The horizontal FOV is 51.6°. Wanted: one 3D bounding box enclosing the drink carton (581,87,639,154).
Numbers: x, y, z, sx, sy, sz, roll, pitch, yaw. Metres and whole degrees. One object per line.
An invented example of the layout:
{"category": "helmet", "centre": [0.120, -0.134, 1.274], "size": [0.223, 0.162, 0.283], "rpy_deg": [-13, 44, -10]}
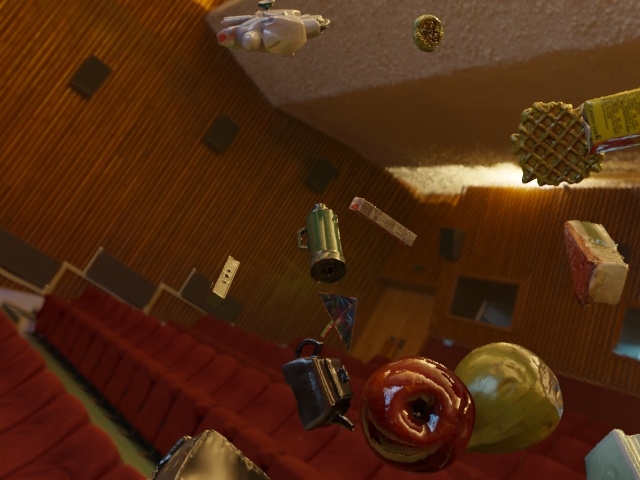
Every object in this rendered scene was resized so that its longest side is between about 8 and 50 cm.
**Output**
{"category": "drink carton", "centre": [0.797, -0.298, 1.521], "size": [0.351, 0.111, 0.154], "rpy_deg": [-11, -6, 18]}

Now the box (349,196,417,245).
{"category": "box", "centre": [0.182, -0.053, 1.913], "size": [0.218, 0.040, 0.055], "rpy_deg": [33, -6, -28]}

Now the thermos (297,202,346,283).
{"category": "thermos", "centre": [0.005, 0.000, 1.366], "size": [0.073, 0.188, 0.083], "rpy_deg": [27, -55, -28]}

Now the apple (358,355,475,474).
{"category": "apple", "centre": [0.179, 0.329, 1.251], "size": [0.218, 0.218, 0.201], "rpy_deg": [27, -7, 15]}

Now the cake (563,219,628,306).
{"category": "cake", "centre": [0.539, 0.052, 1.317], "size": [0.086, 0.117, 0.220], "rpy_deg": [5, 22, 3]}

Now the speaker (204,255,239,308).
{"category": "speaker", "centre": [-0.272, 0.113, 1.846], "size": [0.040, 0.046, 0.191], "rpy_deg": [37, 27, -12]}

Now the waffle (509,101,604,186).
{"category": "waffle", "centre": [0.648, -0.264, 1.820], "size": [0.243, 0.238, 0.059], "rpy_deg": [-3, 17, 20]}

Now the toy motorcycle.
{"category": "toy motorcycle", "centre": [-0.116, -0.456, 1.448], "size": [0.260, 0.171, 0.110], "rpy_deg": [7, -57, 28]}

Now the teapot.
{"category": "teapot", "centre": [0.009, 0.249, 1.137], "size": [0.087, 0.096, 0.177], "rpy_deg": [15, 47, -57]}

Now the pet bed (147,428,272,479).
{"category": "pet bed", "centre": [-0.223, 0.502, 1.284], "size": [0.211, 0.183, 0.159], "rpy_deg": [44, -47, -10]}

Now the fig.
{"category": "fig", "centre": [0.383, 0.358, 1.436], "size": [0.239, 0.271, 0.239], "rpy_deg": [47, -12, 13]}

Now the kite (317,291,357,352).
{"category": "kite", "centre": [0.048, 0.199, 1.717], "size": [0.010, 0.159, 0.190], "rpy_deg": [8, 46, -48]}

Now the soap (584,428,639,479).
{"category": "soap", "centre": [0.597, 0.499, 1.257], "size": [0.091, 0.145, 0.231], "rpy_deg": [14, 34, -13]}

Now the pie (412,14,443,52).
{"category": "pie", "centre": [0.246, -0.478, 1.522], "size": [0.085, 0.085, 0.017], "rpy_deg": [38, -2, -26]}
